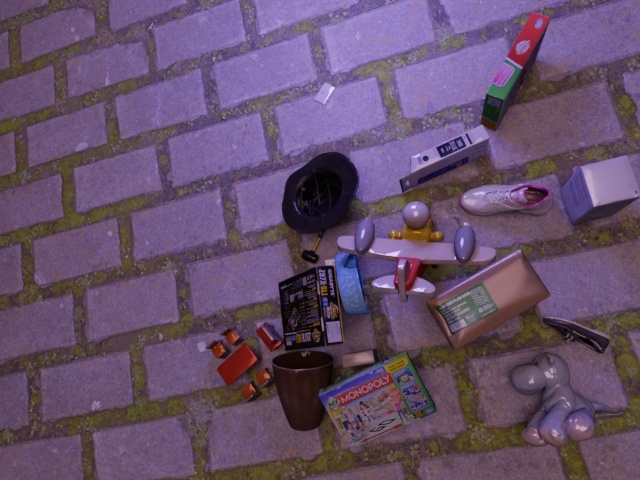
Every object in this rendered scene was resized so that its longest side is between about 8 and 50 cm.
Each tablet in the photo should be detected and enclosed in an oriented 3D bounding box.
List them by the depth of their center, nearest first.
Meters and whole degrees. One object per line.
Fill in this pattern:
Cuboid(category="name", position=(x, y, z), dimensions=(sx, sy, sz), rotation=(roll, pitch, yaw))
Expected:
Cuboid(category="tablet", position=(0.017, -0.598, 1.931), dimensions=(0.054, 0.006, 0.083), rotation=(32, 88, 18))

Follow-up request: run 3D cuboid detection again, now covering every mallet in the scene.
Cuboid(category="mallet", position=(0.000, 0.000, 1.806), dimensions=(0.062, 0.039, 0.190), rotation=(31, 84, 19))

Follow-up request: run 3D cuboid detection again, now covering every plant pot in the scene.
Cuboid(category="plant pot", position=(-0.059, 0.525, 1.645), dimensions=(0.215, 0.215, 0.231), rotation=(-1, 93, 14))

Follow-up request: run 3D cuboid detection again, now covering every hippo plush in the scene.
Cuboid(category="hippo plush", position=(0.714, 0.463, 1.434), dimensions=(0.294, 0.234, 0.237), rotation=(-23, 75, 9))

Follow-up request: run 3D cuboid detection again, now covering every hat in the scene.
Cuboid(category="hat", position=(0.019, -0.158, 1.774), dimensions=(0.331, 0.134, 0.332), rotation=(-13, 65, 29))

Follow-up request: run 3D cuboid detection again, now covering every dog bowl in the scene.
Cuboid(category="dog bowl", position=(0.104, 0.140, 1.627), dimensions=(0.073, 0.297, 0.166), rotation=(-14, 117, 7))

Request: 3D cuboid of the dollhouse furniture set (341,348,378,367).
Cuboid(category="dollhouse furniture set", position=(0.156, 0.497, 1.602), dimensions=(0.211, 0.161, 0.242), rotation=(-13, 77, 11))

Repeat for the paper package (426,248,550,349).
Cuboid(category="paper package", position=(0.515, 0.189, 1.497), dimensions=(0.324, 0.309, 0.168), rotation=(-31, 74, 8))

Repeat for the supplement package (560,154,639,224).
Cuboid(category="supplement package", position=(0.881, -0.153, 1.506), dimensions=(0.138, 0.244, 0.134), rotation=(-13, 77, 11))

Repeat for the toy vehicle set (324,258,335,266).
Cuboid(category="toy vehicle set", position=(0.041, 0.213, 1.682), dimensions=(0.035, 0.166, 0.267), rotation=(-4, 78, -1))

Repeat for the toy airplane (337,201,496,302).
Cuboid(category="toy airplane", position=(0.292, 0.015, 1.514), dimensions=(0.385, 0.384, 0.273), rotation=(-10, 112, -21))

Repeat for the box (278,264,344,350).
Cuboid(category="box", position=(-0.042, 0.241, 1.638), dimensions=(0.079, 0.322, 0.258), rotation=(-2, 76, -29))

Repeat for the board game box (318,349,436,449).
Cuboid(category="board game box", position=(0.182, 0.515, 1.529), dimensions=(0.317, 0.046, 0.214), rotation=(-28, 97, 9))

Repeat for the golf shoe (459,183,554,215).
Cuboid(category="golf shoe", position=(0.636, -0.151, 1.623), dimensions=(0.305, 0.140, 0.116), rotation=(-1, 81, 15))

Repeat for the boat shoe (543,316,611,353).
Cuboid(category="boat shoe", position=(0.817, 0.301, 1.524), dimensions=(0.205, 0.075, 0.065), rotation=(19, 81, 12))

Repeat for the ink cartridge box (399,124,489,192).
Cuboid(category="ink cartridge box", position=(0.426, -0.285, 1.686), dimensions=(0.332, 0.165, 0.065), rotation=(-25, 75, 7))

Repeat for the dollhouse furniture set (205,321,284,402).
Cuboid(category="dollhouse furniture set", position=(-0.265, 0.418, 1.735), dimensions=(0.259, 0.135, 0.262), rotation=(-43, 73, 3))

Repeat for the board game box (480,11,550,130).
Cuboid(category="board game box", position=(0.667, -0.574, 1.644), dimensions=(0.064, 0.242, 0.317), rotation=(29, 86, 18))
